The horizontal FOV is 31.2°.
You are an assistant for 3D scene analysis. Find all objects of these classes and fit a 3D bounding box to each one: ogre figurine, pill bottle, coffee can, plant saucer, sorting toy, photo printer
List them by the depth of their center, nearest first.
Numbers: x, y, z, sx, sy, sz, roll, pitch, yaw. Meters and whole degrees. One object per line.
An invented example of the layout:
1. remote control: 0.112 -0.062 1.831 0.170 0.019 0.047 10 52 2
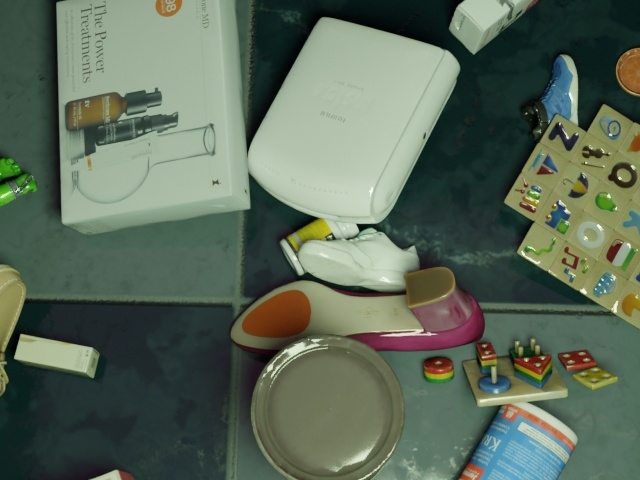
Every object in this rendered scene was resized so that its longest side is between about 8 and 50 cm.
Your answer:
1. coffee can: 0.012 0.254 1.617 0.201 0.275 0.202 0 76 1
2. pill bottle: 0.270 0.351 1.664 0.124 0.124 0.221 31 77 8
3. sorting toy: 0.295 0.189 1.699 0.274 0.132 0.046 -6 109 -1
4. photo printer: 0.042 -0.181 1.783 0.256 0.107 0.308 22 77 28
5. pill bottle: 0.000 0.000 1.790 0.116 0.065 0.065 -31 77 -7
6. ogre figurine: -0.560 -0.096 1.817 0.197 0.097 0.118 35 60 -6
7. plant saucer: 0.524 -0.274 1.874 0.083 0.013 0.084 0 75 1

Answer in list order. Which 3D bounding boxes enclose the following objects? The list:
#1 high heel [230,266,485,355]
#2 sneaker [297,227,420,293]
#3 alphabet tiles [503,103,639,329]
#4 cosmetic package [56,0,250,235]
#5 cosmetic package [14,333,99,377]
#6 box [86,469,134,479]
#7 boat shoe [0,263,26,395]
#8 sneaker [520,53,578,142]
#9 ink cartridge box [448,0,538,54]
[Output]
1. high heel: 0.059 0.144 1.754 0.377 0.181 0.127 -9 55 21
2. sneaker: 0.060 0.019 1.756 0.212 0.080 0.094 17 66 -29
3. alphabet tiles: 0.472 -0.039 1.791 0.342 0.011 0.285 32 78 0
4. cosmetic package: -0.267 -0.217 1.803 0.284 0.097 0.377 -9 75 13
5. cosmetic package: -0.404 0.177 1.758 0.115 0.060 0.041 11 75 3
6. box: -0.312 0.465 1.647 0.148 0.127 0.232 -20 77 -4
7. boat shoe: -0.518 0.203 1.715 0.110 0.121 0.341 23 86 25
8. sneaker: 0.366 -0.228 1.843 0.084 0.058 0.152 1 82 -7
9. ink cartridge box: 0.289 -0.384 1.858 0.150 0.109 0.063 -41 82 -8
